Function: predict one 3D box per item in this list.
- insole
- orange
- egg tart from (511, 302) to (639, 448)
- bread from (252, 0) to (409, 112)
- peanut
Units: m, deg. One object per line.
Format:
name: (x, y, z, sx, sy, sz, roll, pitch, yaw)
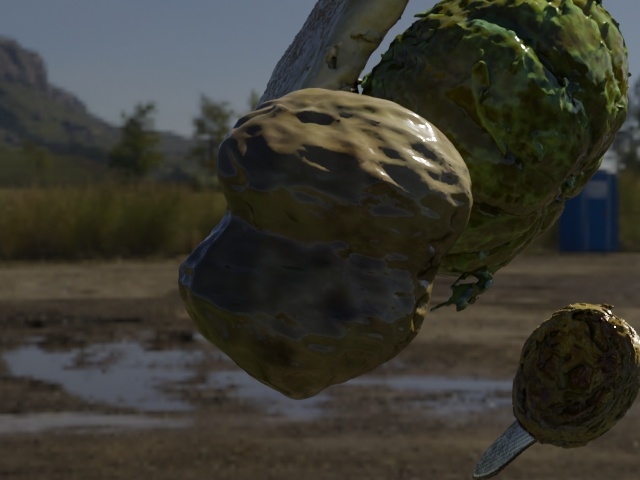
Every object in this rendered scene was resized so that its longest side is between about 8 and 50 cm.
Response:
insole: (0.316, 0.280, 2.009, 0.009, 0.119, 0.348, 35, -34, -4)
orange: (0.145, -0.111, 1.234, 0.223, 0.301, 0.300, 38, 46, 10)
egg tart: (0.213, 0.114, 1.096, 0.049, 0.128, 0.129, 31, -18, -37)
bread: (0.014, -0.198, 1.341, 0.054, 0.316, 0.316, 33, -4, -12)
peanut: (0.000, 0.000, 0.992, 0.197, 0.233, 0.110, 18, -7, 12)
